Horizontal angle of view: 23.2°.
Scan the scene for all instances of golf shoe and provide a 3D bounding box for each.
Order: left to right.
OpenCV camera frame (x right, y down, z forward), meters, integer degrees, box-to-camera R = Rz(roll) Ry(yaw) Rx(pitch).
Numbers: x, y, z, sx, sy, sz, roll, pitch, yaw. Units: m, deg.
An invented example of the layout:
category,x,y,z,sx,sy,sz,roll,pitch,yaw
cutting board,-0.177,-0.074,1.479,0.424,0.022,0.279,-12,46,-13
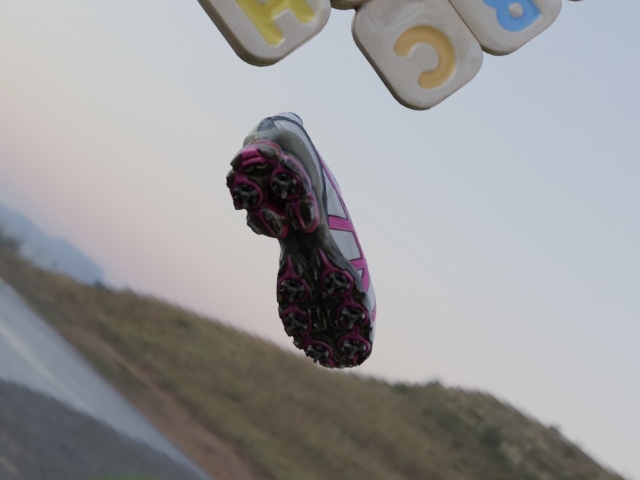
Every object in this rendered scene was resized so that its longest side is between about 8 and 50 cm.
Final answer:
category,x,y,z,sx,sy,sz,roll,pitch,yaw
golf shoe,0.000,0.000,1.056,0.068,0.086,0.186,-8,-62,23

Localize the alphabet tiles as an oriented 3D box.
category,x,y,z,sx,sy,sz,roll,pitch,yaw
alphabet tiles,0.037,-0.225,0.865,0.278,0.284,0.021,55,-13,0
